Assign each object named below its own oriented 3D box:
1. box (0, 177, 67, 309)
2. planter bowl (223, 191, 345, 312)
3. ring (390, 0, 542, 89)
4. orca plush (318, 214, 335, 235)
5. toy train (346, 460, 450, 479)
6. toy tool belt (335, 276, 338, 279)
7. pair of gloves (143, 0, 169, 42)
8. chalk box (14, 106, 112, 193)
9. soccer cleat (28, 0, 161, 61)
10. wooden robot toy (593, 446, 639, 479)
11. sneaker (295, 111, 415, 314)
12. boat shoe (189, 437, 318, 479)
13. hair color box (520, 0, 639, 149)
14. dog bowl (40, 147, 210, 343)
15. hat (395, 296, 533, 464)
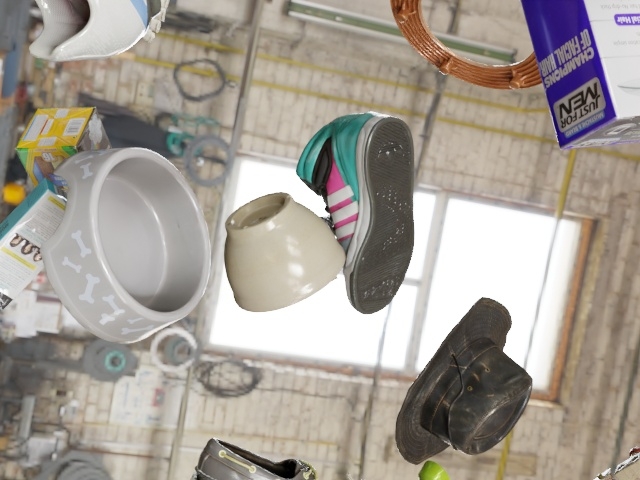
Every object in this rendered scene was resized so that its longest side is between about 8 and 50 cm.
[{"bbox_3d":[-0.554,0.007,1.534,0.244,0.100,0.060,-45,-144,4],"label":"box"},{"bbox_3d":[-0.061,0.004,1.083,0.162,0.162,0.109,-110,176,-65],"label":"planter bowl"},{"bbox_3d":[0.271,-0.373,1.432,0.032,0.336,0.336,-60,-174,-21],"label":"ring"},{"bbox_3d":[0.000,0.000,1.728,0.287,0.151,0.102,-32,154,-42],"label":"orca plush"},{"bbox_3d":[0.136,0.383,1.223,0.105,0.143,0.248,12,-45,49],"label":"toy train"},{"bbox_3d":[0.015,0.051,1.541,0.051,0.052,0.083,-53,-172,-28],"label":"toy tool belt"},{"bbox_3d":[-0.317,-0.452,1.314,0.240,0.204,0.042,-51,-166,42],"label":"pair of gloves"},{"bbox_3d":[-0.507,-0.152,1.687,0.213,0.132,0.132,81,13,-46],"label":"chalk box"},{"bbox_3d":[-0.244,-0.317,0.722,0.116,0.143,0.331,10,-56,40],"label":"soccer cleat"},{"bbox_3d":[0.410,0.287,0.992,0.079,0.076,0.173,51,-48,13],"label":"wooden robot toy"},{"bbox_3d":[0.041,-0.053,1.207,0.178,0.124,0.295,31,-56,52],"label":"sneaker"},{"bbox_3d":[-0.044,0.301,1.007,0.068,0.228,0.081,-69,-160,1],"label":"boat shoe"},{"bbox_3d":[0.333,-0.283,0.942,0.110,0.185,0.339,145,-64,-64],"label":"hair color box"},{"bbox_3d":[-0.321,-0.002,1.425,0.102,0.349,0.349,-14,-122,27],"label":"dog bowl"},{"bbox_3d":[0.277,0.268,1.418,0.134,0.331,0.331,26,-69,35],"label":"hat"}]
